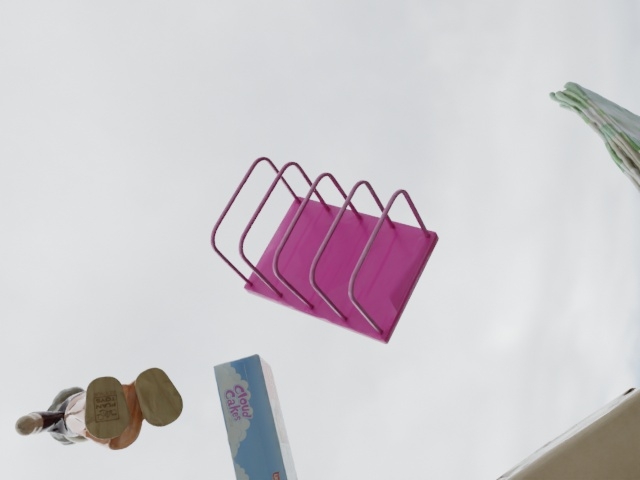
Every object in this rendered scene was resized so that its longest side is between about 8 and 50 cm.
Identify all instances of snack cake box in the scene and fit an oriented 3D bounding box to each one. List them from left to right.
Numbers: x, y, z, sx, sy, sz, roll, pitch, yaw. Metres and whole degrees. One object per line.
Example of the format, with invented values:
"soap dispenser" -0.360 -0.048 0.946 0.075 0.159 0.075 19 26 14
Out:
"snack cake box" -0.111 0.351 1.246 0.152 0.089 0.264 71 -177 -71

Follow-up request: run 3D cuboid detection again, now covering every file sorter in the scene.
"file sorter" 0.000 0.000 1.112 0.202 0.291 0.182 -61 -34 -18

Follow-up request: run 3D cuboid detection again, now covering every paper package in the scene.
"paper package" 0.451 0.413 0.974 0.309 0.325 0.168 -36 -19 4

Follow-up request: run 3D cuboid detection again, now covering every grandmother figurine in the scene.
"grandmother figurine" -0.322 0.247 0.982 0.208 0.342 0.104 4 -108 -29

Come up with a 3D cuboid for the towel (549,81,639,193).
"towel" 0.406 -0.047 0.746 0.248 0.325 0.038 15 -56 -28
